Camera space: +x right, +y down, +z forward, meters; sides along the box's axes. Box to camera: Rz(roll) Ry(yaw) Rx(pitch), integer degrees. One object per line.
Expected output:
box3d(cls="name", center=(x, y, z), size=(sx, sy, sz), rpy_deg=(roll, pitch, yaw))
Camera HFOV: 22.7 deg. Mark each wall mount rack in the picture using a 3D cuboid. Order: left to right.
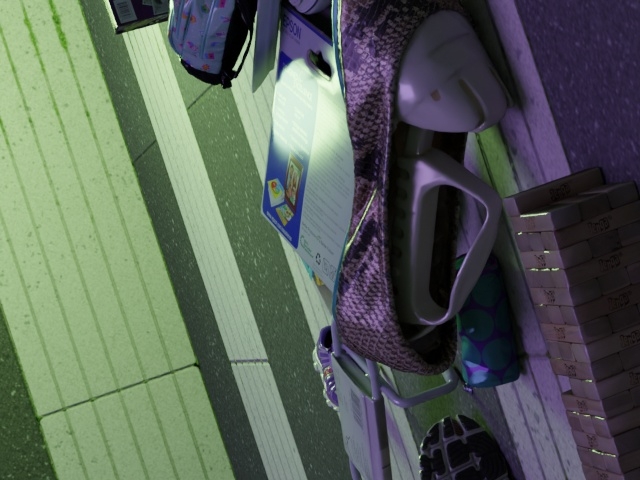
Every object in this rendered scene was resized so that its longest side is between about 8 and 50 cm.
box3d(cls="wall mount rack", center=(0.080, 0.195, 2.115), size=(0.304, 0.130, 0.350), rpy_deg=(49, 153, 48))

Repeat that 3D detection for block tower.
box3d(cls="block tower", center=(0.262, 0.107, 1.402), size=(0.097, 0.091, 0.335), rpy_deg=(175, 77, -74))

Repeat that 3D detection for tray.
box3d(cls="tray", center=(-0.066, -0.327, 2.112), size=(0.270, 0.030, 0.145), rpy_deg=(99, 176, -60))

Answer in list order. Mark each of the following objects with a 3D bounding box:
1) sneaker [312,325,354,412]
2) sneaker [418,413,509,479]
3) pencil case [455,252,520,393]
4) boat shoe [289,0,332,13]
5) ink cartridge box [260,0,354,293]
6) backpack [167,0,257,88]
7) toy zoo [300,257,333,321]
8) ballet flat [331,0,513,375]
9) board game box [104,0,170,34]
box3d(cls="sneaker", center=(0.029, 0.194, 2.398), size=(0.170, 0.068, 0.071), rpy_deg=(-123, 26, -45))
box3d(cls="sneaker", center=(0.192, 0.350, 1.929), size=(0.118, 0.107, 0.279), rpy_deg=(88, 162, -72))
box3d(cls="pencil case", center=(0.174, 0.088, 1.741), size=(0.070, 0.064, 0.152), rpy_deg=(10, 120, 43))
box3d(cls="boat shoe", center=(-0.030, -0.359, 1.910), size=(0.258, 0.084, 0.095), rpy_deg=(97, 151, -58))
box3d(cls="ink cartridge box", center=(0.013, -0.117, 2.034), size=(0.303, 0.072, 0.307), rpy_deg=(-132, 45, -58))
box3d(cls="backpack", center=(-0.140, -0.308, 2.098), size=(0.182, 0.115, 0.152), rpy_deg=(105, 174, -62))
box3d(cls="toy zoo", center=(0.000, 0.000, 2.336), size=(0.192, 0.030, 0.293), rpy_deg=(96, 151, -58))
box3d(cls="ballet flat", center=(0.109, -0.080, 1.600), size=(0.182, 0.164, 0.483), rpy_deg=(24, 123, 41))
box3d(cls="board game box", center=(-0.258, -0.493, 2.340), size=(0.056, 0.208, 0.347), rpy_deg=(139, 113, -77))
